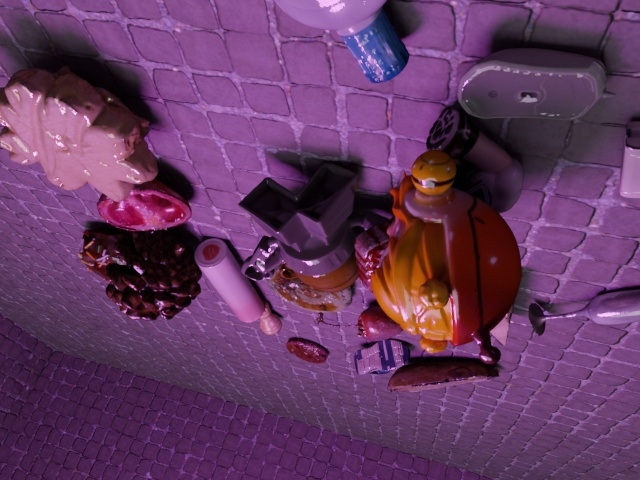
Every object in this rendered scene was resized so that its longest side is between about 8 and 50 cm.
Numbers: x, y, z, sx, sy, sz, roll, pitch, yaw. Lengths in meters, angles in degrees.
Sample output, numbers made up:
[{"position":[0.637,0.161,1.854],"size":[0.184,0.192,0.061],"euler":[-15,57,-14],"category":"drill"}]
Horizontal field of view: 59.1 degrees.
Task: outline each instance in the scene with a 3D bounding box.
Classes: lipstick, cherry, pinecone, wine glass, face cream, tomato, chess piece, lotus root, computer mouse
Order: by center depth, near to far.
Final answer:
[{"position":[-0.001,-0.313,0.612],"size":[0.163,0.080,0.337],"euler":[-6,143,37],"category":"face cream"},{"position":[0.262,-0.193,0.687],"size":[0.181,0.056,0.089],"euler":[6,148,12],"category":"computer mouse"},{"position":[0.534,0.136,1.091],"size":[0.074,0.074,0.262],"euler":[35,147,-27],"category":"wine glass"},{"position":[-0.377,-0.096,1.216],"size":[0.189,0.099,0.173],"euler":[-9,153,1],"category":"tomato"},{"position":[-0.414,0.094,1.410],"size":[0.243,0.243,0.257],"euler":[20,128,-1],"category":"pinecone"},{"position":[0.103,0.207,1.424],"size":[0.225,0.090,0.107],"euler":[5,171,-10],"category":"cherry"},{"position":[-0.236,0.116,1.512],"size":[0.087,0.087,0.327],"euler":[9,151,19],"category":"lipstick"},{"position":[0.346,0.383,1.626],"size":[0.329,0.078,0.167],"euler":[-18,158,34],"category":"lotus root"},{"position":[-0.163,0.228,1.698],"size":[0.066,0.066,0.122],"euler":[8,144,21],"category":"chess piece"}]

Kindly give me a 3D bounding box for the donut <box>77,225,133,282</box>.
[{"position":[-0.560,0.060,1.603],"size":[0.269,0.103,0.270],"euler":[13,152,7],"category":"donut"}]

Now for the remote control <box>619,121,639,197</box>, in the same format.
[{"position":[0.525,-0.100,0.689],"size":[0.277,0.056,0.103],"euler":[3,148,25],"category":"remote control"}]

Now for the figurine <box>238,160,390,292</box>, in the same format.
[{"position":[-0.001,0.001,1.078],"size":[0.342,0.167,0.285],"euler":[4,147,26],"category":"figurine"}]

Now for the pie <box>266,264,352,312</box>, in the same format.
[{"position":[-0.030,0.113,1.417],"size":[0.240,0.054,0.240],"euler":[14,149,9],"category":"pie"}]

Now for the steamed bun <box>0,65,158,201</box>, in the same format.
[{"position":[-0.426,-0.201,1.026],"size":[0.295,0.137,0.292],"euler":[-11,136,31],"category":"steamed bun"}]

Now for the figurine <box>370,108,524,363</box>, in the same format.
[{"position":[0.188,0.008,0.804],"size":[0.196,0.323,0.320],"euler":[10,151,19],"category":"figurine"}]

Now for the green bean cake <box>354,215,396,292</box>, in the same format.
[{"position":[0.132,0.024,1.015],"size":[0.056,0.135,0.135],"euler":[54,164,44],"category":"green bean cake"}]

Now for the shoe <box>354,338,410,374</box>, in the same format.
[{"position":[0.193,0.347,1.674],"size":[0.106,0.092,0.207],"euler":[6,157,-35],"category":"shoe"}]

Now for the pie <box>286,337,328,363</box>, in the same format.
[{"position":[-0.046,0.373,1.905],"size":[0.154,0.036,0.154],"euler":[16,151,9],"category":"pie"}]

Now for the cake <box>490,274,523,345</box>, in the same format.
[{"position":[0.346,0.134,1.179],"size":[0.116,0.086,0.220],"euler":[10,150,17],"category":"cake"}]
